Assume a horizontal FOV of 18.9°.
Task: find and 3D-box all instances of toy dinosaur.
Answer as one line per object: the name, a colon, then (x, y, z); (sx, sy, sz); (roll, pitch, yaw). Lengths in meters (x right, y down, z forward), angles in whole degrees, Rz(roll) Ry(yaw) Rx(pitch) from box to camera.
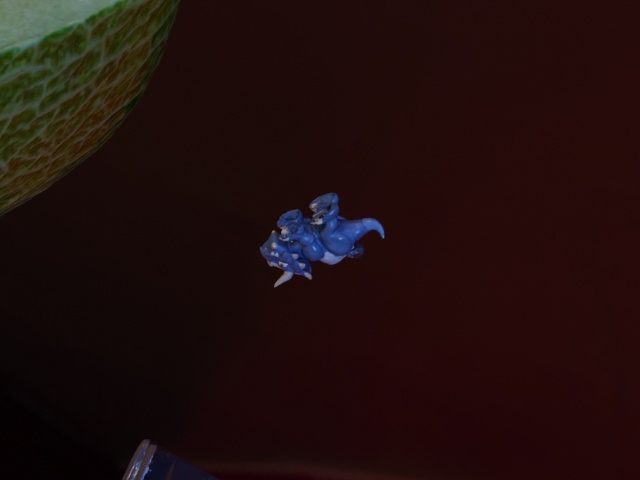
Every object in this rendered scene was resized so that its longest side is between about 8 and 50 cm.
toy dinosaur: (0.000, 0.000, 1.290); (0.083, 0.047, 0.030); (-26, 31, 14)

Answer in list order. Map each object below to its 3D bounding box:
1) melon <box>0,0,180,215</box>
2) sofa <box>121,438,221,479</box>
melon: (-0.271, -0.061, 0.817); (0.343, 0.226, 0.331); (-33, 19, -35)
sofa: (-0.124, 0.211, 1.278); (0.060, 0.085, 0.147); (5, 67, 55)
